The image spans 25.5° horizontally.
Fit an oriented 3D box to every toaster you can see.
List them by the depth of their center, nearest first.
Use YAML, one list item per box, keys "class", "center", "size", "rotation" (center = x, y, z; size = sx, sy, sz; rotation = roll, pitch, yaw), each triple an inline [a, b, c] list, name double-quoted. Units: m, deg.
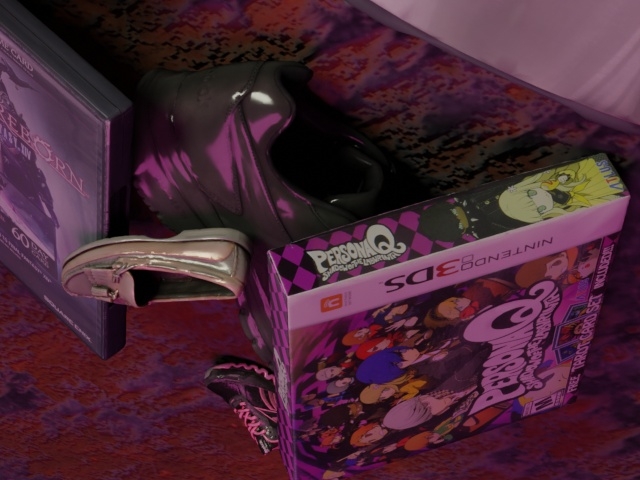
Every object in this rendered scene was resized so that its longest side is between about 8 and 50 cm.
- class: "toaster"
  center: [0.101, -0.154, 0.596]
  size: [0.227, 0.129, 0.146]
  rotation: [25, 142, -4]

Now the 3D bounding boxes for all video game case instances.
- class: "video game case"
  center: [0.074, 0.058, 0.879]
  size: [0.210, 0.041, 0.232]
  rotation: [-16, 144, -12]
- class: "video game case"
  center: [-0.195, -0.055, 0.901]
  size: [0.196, 0.026, 0.274]
  rotation: [41, 151, 17]

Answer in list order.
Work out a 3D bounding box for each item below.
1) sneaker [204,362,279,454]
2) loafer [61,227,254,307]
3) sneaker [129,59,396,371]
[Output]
- class: "sneaker"
  center: [-0.044, 0.143, 1.148]
  size: [0.119, 0.057, 0.047]
  rotation: [29, 147, -12]
- class: "loafer"
  center: [-0.100, 0.021, 0.841]
  size: [0.125, 0.039, 0.045]
  rotation: [-9, 144, 19]
- class: "sneaker"
  center: [0.000, 0.000, 0.885]
  size: [0.130, 0.109, 0.286]
  rotation: [-11, 137, 32]
